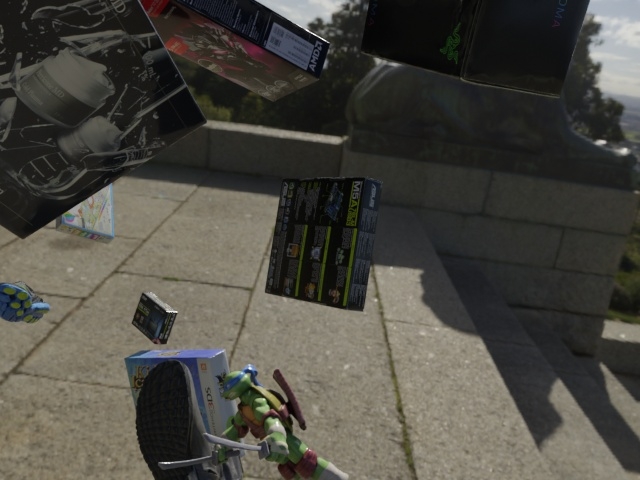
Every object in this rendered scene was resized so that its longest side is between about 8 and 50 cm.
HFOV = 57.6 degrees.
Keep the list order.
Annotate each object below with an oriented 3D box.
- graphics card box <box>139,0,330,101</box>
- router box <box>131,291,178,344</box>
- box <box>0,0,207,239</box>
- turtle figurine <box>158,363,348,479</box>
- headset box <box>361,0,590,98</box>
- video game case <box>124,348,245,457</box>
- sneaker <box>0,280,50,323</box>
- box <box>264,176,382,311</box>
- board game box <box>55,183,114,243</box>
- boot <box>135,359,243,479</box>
[{"bbox_3d":[-0.194,-0.424,1.207,0.371,0.094,0.232,20,-10,-29],"label":"graphics card box"},{"bbox_3d":[-0.426,0.198,1.491,0.122,0.092,0.038,26,8,38],"label":"router box"},{"bbox_3d":[-0.360,-0.214,0.710,0.312,0.343,0.179,-35,65,-6],"label":"box"},{"bbox_3d":[-0.106,0.373,0.987,0.266,0.198,0.275,44,23,-4],"label":"turtle figurine"},{"bbox_3d":[0.177,-0.306,0.650,0.131,0.246,0.283,3,22,-21],"label":"headset box"},{"bbox_3d":[-0.313,0.374,1.326,0.269,0.244,0.061,-7,5,30],"label":"video game case"},{"bbox_3d":[-0.606,0.118,1.156,0.078,0.067,0.188,40,-14,6],"label":"sneaker"},{"bbox_3d":[0.000,0.000,0.879,0.184,0.191,0.045,5,-5,43],"label":"box"},{"bbox_3d":[-0.452,-0.075,1.120,0.103,0.026,0.154,21,45,-44],"label":"board game box"},{"bbox_3d":[-0.243,0.405,1.143,0.118,0.338,0.222,-12,-14,17],"label":"boot"}]
